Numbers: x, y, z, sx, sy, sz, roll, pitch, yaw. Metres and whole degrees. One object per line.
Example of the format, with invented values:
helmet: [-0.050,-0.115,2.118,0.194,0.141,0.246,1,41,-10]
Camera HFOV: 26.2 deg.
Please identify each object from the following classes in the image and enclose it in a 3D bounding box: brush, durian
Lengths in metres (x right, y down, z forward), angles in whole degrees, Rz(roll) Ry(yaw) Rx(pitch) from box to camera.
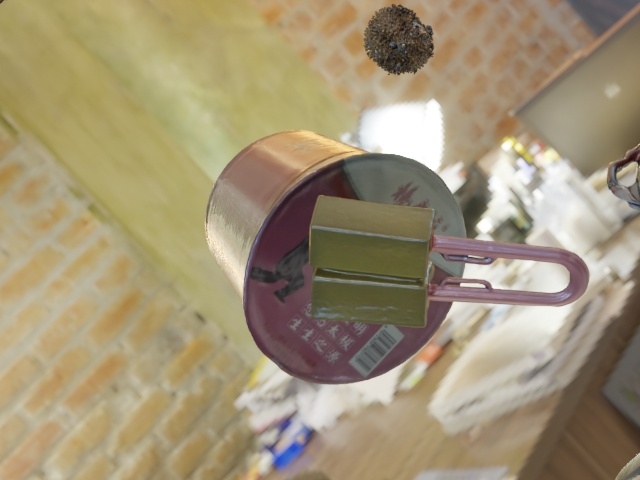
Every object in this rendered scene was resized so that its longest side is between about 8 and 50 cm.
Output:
brush: [0.108,0.026,1.157,0.047,0.233,0.103,-76,-11,-52]
durian: [0.084,-0.215,1.482,0.080,0.080,0.091,-42,7,9]

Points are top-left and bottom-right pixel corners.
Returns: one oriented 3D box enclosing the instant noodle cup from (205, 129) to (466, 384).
instant noodle cup: [0.000,0.000,1.348,0.235,0.235,0.178,-44,34,-5]

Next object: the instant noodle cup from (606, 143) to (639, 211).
instant noodle cup: [0.448,-0.117,1.368,0.258,0.302,0.181,-93,1,-50]

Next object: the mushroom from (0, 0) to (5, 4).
mushroom: [-0.347,-0.299,1.016,0.345,0.345,0.239,-39,22,27]

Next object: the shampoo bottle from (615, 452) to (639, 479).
shampoo bottle: [0.270,0.114,0.870,0.087,0.049,0.233,-24,-19,-34]
